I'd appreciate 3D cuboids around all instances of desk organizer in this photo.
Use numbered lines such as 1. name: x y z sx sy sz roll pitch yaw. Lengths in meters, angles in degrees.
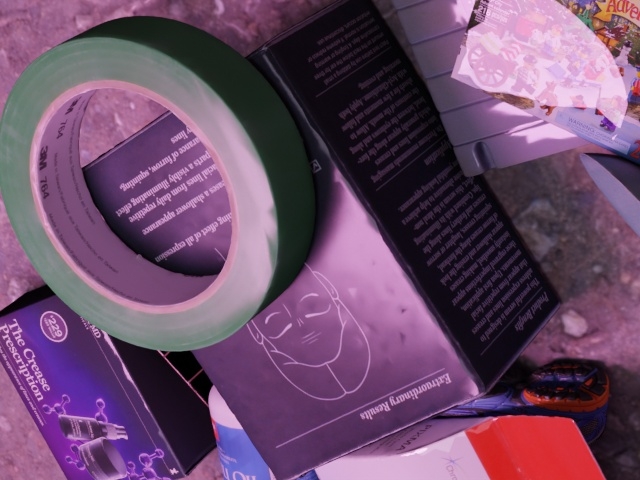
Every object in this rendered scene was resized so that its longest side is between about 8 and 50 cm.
1. desk organizer: -0.146 0.130 2.025 0.130 0.050 0.047 48 127 2

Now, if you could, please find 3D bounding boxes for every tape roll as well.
1. tape roll: -0.161 -0.052 1.665 0.321 0.077 0.321 13 118 25

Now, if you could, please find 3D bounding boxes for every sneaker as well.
1. sneaker: 0.201 0.180 1.833 0.221 0.083 0.087 4 123 33

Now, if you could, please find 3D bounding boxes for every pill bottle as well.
1. pill bottle: -0.060 0.212 1.971 0.124 0.124 0.221 2 113 30

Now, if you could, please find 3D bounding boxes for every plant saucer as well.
1. plant saucer: 0.320 -0.020 1.624 0.037 0.195 0.195 -40 90 2

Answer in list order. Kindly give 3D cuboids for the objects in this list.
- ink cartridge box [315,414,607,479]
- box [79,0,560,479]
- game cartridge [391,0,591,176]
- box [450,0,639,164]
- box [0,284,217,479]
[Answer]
1. ink cartridge box: 0.185 0.337 1.825 0.385 0.091 0.308 -11 110 58
2. box: 0.000 0.000 1.776 0.293 0.212 0.395 -29 96 37
3. game cartridge: 0.250 -0.208 1.625 0.355 0.068 0.230 -14 101 35
4. box: 0.249 -0.176 1.579 0.233 0.044 0.159 26 125 16
5. box: -0.261 0.170 2.084 0.184 0.103 0.261 -22 101 33
